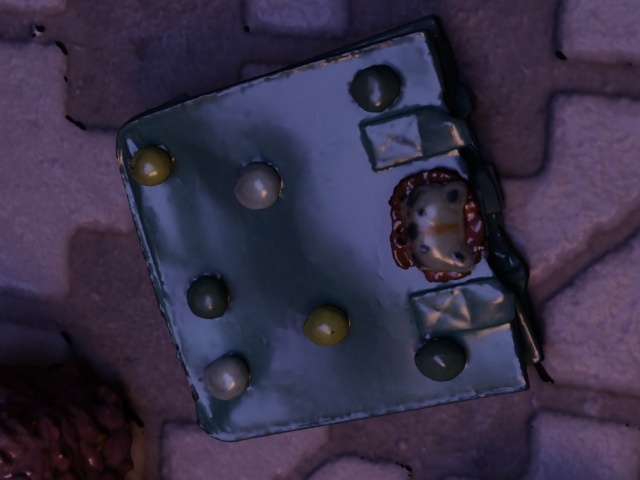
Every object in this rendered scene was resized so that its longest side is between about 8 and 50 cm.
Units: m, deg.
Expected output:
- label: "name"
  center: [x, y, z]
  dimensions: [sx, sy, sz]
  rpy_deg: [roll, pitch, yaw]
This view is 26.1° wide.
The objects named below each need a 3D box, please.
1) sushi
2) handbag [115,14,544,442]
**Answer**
- label: "sushi"
  center: [-0.267, 0.222, 1.096]
  dimensions: [0.236, 0.171, 0.270]
  rpy_deg: [15, 93, 25]
- label: "handbag"
  center: [-0.004, 0.001, 0.987]
  dimensions: [0.274, 0.100, 0.268]
  rpy_deg: [-12, 98, 26]
